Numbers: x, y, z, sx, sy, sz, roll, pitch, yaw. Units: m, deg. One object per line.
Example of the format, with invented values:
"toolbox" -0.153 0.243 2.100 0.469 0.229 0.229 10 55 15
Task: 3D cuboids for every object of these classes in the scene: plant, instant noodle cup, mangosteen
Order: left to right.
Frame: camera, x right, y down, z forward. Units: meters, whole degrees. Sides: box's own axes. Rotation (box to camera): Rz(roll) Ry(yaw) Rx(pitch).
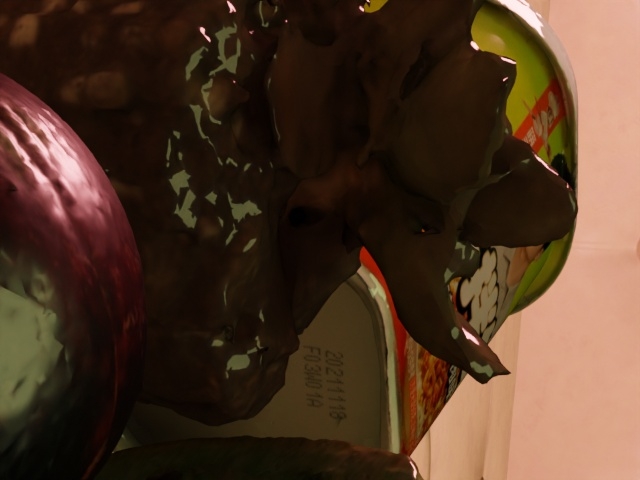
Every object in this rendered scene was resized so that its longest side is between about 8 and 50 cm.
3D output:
"mangosteen" -0.164 0.019 0.611 0.216 0.216 0.216 3 90 -76
"plant" -0.035 -0.039 0.882 0.213 0.312 0.215 -69 155 -60
"instant noodle cup" 0.000 0.000 1.185 0.308 0.294 0.294 -53 145 -53

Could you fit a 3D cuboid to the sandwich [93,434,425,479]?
"sandwich" -0.093 0.221 0.930 0.162 0.250 0.301 53 47 -44
